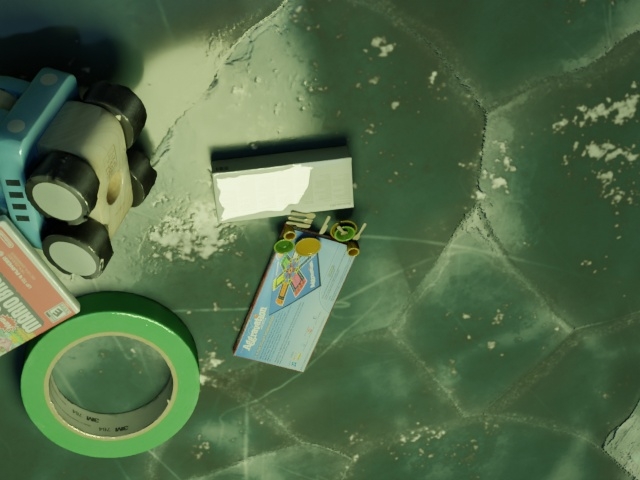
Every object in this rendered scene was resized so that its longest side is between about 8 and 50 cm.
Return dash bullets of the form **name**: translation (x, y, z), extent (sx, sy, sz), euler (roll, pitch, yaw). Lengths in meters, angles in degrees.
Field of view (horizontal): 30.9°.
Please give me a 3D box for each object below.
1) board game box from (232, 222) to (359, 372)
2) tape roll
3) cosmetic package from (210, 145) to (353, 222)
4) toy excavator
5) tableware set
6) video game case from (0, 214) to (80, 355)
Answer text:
- **board game box**: translation (-0.047, 0.109, 2.134), extent (0.145, 0.027, 0.281), euler (16, 114, -18)
- **tape roll**: translation (-0.383, 0.249, 2.124), extent (0.321, 0.077, 0.321), euler (-4, 118, -8)
- **cosmetic package**: translation (-0.066, -0.098, 2.002), extent (0.239, 0.060, 0.098), euler (-7, 117, -6)
- **toy excavator**: translation (-0.514, -0.181, 1.790), extent (0.445, 0.222, 0.433), euler (14, 142, 10)
- **tableware set**: translation (0.000, 0.000, 2.041), extent (0.154, 0.024, 0.104), euler (9, 133, -22)
- **video game case**: translation (-0.560, 0.104, 1.849), extent (0.285, 0.025, 0.204), euler (-29, 119, 9)
